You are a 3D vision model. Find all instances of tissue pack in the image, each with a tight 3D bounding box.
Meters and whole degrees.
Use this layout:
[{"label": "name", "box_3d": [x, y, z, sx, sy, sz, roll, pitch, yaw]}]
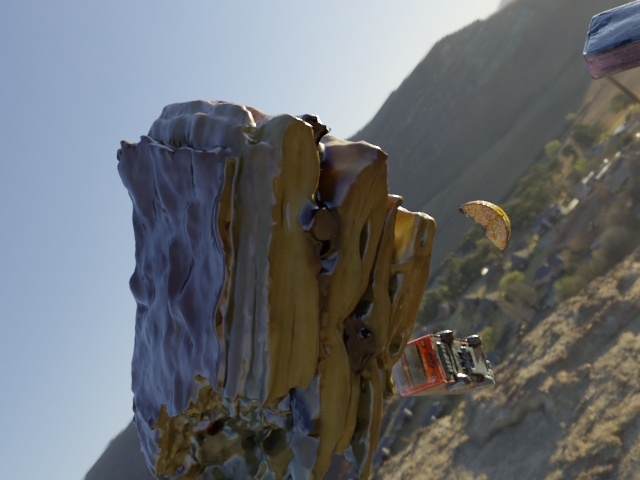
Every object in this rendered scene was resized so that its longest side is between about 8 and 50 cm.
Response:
[{"label": "tissue pack", "box_3d": [0.408, -0.258, 0.814, 0.156, 0.051, 0.112, -12, 33, 38]}]

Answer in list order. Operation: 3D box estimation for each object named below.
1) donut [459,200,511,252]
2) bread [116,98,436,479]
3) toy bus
[{"label": "donut", "box_3d": [0.255, -0.028, 1.027, 0.038, 0.083, 0.067, -33, -47, -46]}, {"label": "bread", "box_3d": [-0.044, 0.072, 0.562, 0.314, 0.192, 0.369, 21, 112, 56]}, {"label": "toy bus", "box_3d": [0.149, 0.151, 0.789, 0.077, 0.065, 0.192, -27, -24, 25]}]
